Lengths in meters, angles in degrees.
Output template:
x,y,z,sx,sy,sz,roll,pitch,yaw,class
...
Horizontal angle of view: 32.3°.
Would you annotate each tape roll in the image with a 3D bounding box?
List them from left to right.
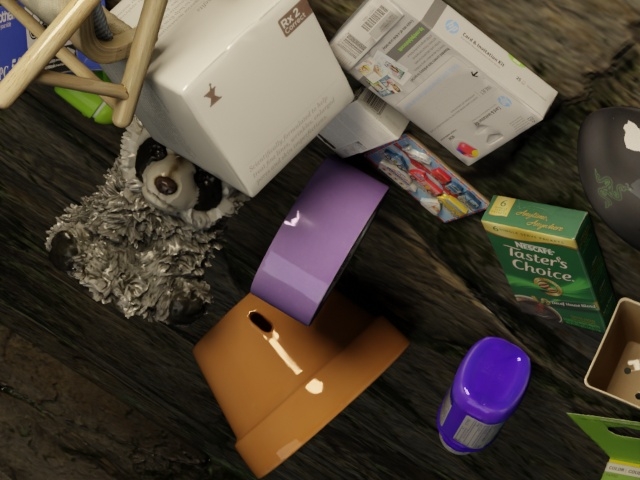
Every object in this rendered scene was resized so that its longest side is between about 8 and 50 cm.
x,y,z,sx,sy,sz,roll,pitch,yaw,class
0.000,0.000,1.277,0.080,0.189,0.189,31,156,5,tape roll

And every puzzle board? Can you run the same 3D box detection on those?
x,y,z,sx,sy,sz,roll,pitch,yaw,class
0.117,-0.066,1.228,0.128,0.011,0.096,39,155,-15,puzzle board

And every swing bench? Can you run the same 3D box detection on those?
x,y,z,sx,sy,sz,roll,pitch,yaw,class
-0.230,-0.274,0.935,0.253,0.254,0.165,42,-160,25,swing bench

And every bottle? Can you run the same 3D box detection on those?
x,y,z,sx,sy,sz,roll,pitch,yaw,class
0.219,0.232,1.548,0.092,0.118,0.283,27,155,10,bottle

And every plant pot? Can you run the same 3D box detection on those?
x,y,z,sx,sy,sz,roll,pitch,yaw,class
-0.046,0.169,1.583,0.203,0.291,0.291,47,156,4,plant pot
0.365,0.143,1.230,0.109,0.109,0.096,23,168,20,plant pot

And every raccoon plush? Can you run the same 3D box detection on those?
x,y,z,sx,sy,sz,roll,pitch,yaw,class
-0.208,-0.094,1.453,0.216,0.299,0.446,25,-167,-22,raccoon plush

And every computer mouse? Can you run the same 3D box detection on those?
x,y,z,sx,sy,sz,roll,pitch,yaw,class
0.334,-0.013,0.994,0.272,0.072,0.188,38,157,-13,computer mouse

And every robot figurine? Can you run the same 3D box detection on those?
x,y,z,sx,sy,sz,roll,pitch,yaw,class
-0.289,-0.193,1.402,0.115,0.067,0.101,37,145,-12,robot figurine

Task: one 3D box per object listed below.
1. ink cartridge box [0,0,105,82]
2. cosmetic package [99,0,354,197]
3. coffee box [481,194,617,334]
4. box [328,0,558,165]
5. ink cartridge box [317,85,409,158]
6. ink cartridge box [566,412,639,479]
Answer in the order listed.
x,y,z,sx,sy,sz,roll,pitch,yaw,class
-0.324,-0.241,1.316,0.207,0.046,0.097,1,97,50,ink cartridge box
-0.098,-0.168,1.074,0.184,0.151,0.151,32,162,42,cosmetic package
0.252,0.028,1.208,0.113,0.040,0.184,15,151,34,coffee box
0.107,-0.157,1.032,0.186,0.038,0.145,37,157,-8,box
0.037,-0.126,1.186,0.063,0.029,0.115,40,156,-19,ink cartridge box
0.455,0.350,1.519,0.189,0.097,0.255,0,141,51,ink cartridge box
